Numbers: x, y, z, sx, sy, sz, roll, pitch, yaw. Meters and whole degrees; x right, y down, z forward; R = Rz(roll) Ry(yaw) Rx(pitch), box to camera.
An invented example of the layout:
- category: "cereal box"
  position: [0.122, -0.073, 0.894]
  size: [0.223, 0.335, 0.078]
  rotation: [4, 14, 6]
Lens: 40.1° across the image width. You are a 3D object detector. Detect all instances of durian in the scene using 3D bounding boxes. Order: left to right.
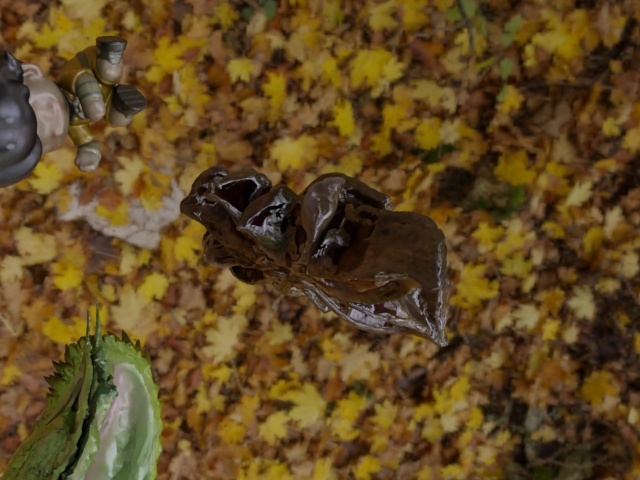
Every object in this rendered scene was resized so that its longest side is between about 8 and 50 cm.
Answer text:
- category: "durian"
  position: [-0.245, 0.255, 0.866]
  size: [0.169, 0.158, 0.352]
  rotation: [123, -13, -52]

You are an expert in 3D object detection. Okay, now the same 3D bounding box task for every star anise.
- category: "star anise"
  position: [0.006, 0.002, 0.655]
  size: [0.214, 0.220, 0.099]
  rotation: [75, 38, -77]

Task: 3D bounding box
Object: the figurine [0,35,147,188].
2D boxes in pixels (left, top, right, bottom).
- category: "figurine"
  position: [-0.351, -0.156, 1.057]
  size: [0.257, 0.167, 0.192]
  rotation: [-25, 135, -35]
